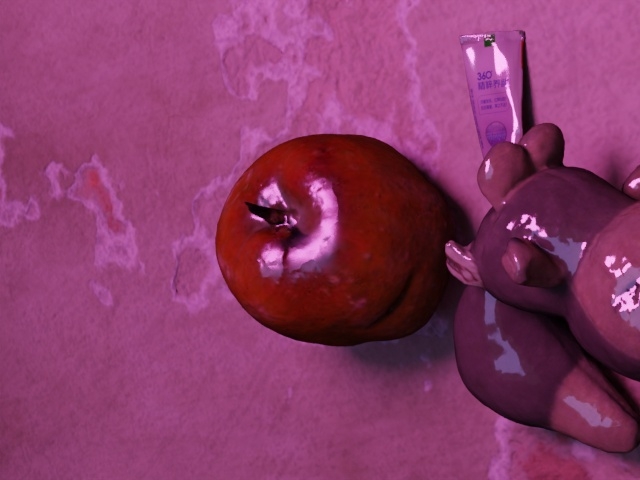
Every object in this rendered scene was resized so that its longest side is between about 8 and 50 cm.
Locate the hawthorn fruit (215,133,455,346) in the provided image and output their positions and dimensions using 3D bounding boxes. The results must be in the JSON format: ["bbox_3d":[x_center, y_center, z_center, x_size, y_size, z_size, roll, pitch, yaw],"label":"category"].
[{"bbox_3d":[0.000,0.000,1.941,0.267,0.300,0.268,-13,71,41],"label":"hawthorn fruit"}]

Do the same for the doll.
[{"bbox_3d":[0.337,0.078,1.777,0.382,0.252,0.379,35,153,24],"label":"doll"}]

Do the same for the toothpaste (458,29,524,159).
[{"bbox_3d":[0.217,-0.097,1.914,0.075,0.048,0.301,-3,94,50],"label":"toothpaste"}]
